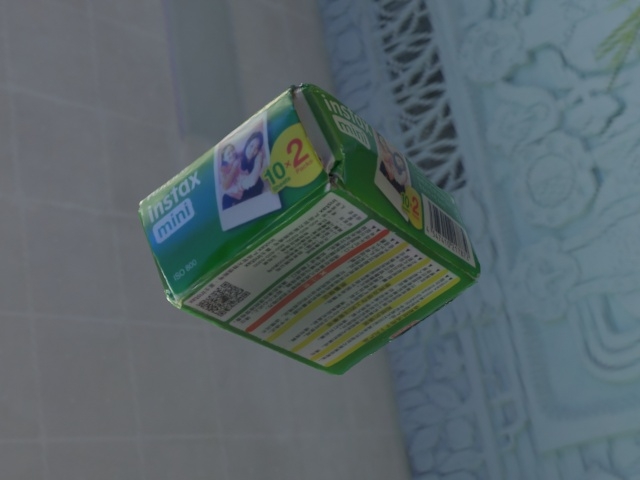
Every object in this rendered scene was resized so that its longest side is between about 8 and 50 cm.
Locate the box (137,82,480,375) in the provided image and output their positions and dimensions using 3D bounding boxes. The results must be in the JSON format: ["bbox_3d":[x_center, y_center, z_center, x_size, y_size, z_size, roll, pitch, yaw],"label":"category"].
[{"bbox_3d":[0.000,0.000,0.896,0.250,0.180,0.103,32,-151,-49],"label":"box"}]
